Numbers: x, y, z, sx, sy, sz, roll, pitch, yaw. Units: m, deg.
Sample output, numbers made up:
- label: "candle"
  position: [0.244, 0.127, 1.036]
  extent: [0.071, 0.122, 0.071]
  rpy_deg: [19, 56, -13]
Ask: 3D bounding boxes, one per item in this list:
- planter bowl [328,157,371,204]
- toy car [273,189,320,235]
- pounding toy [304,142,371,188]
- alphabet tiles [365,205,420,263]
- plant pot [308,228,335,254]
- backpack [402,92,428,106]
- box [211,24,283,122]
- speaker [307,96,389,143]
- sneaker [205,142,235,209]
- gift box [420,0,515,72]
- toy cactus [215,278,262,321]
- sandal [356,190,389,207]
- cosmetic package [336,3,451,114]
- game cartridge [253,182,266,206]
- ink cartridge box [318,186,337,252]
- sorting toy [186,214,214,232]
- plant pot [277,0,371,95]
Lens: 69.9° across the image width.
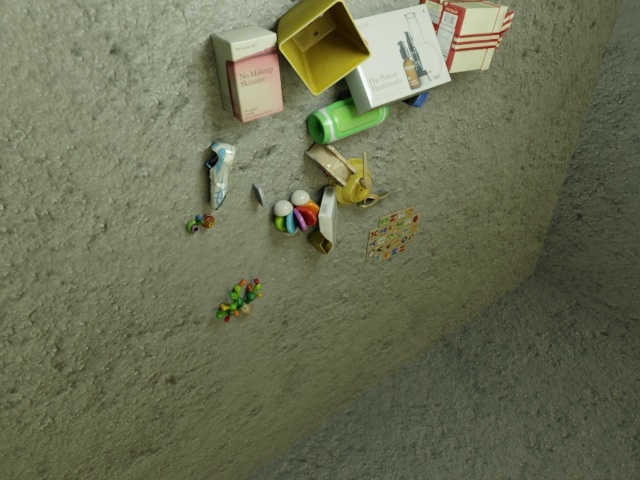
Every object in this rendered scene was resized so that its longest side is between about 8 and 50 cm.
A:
- label: "planter bowl"
  position: [0.146, -0.225, 1.908]
  extent: [0.217, 0.090, 0.217]
  rpy_deg: [-23, 133, -27]
- label: "toy car"
  position: [-0.084, -0.090, 1.769]
  extent: [0.182, 0.136, 0.159]
  rpy_deg: [-33, 137, -19]
- label: "pounding toy"
  position: [0.082, -0.304, 1.761]
  extent: [0.270, 0.154, 0.154]
  rpy_deg: [39, 91, -31]
- label: "alphabet tiles"
  position: [0.371, -0.026, 2.321]
  extent: [0.343, 0.011, 0.285]
  rpy_deg: [-20, 131, -30]
- label: "plant pot"
  position: [0.000, 0.000, 1.948]
  extent: [0.081, 0.083, 0.081]
  rpy_deg: [-58, 144, -20]
- label: "backpack"
  position: [0.368, -0.583, 1.808]
  extent: [0.101, 0.120, 0.097]
  rpy_deg: [-1, 119, -41]
- label: "box"
  position: [-0.211, -0.492, 1.355]
  extent: [0.149, 0.127, 0.232]
  rpy_deg: [-26, 135, -25]
- label: "speaker"
  position: [0.105, -0.450, 1.672]
  extent: [0.297, 0.131, 0.131]
  rpy_deg: [-26, 134, -25]
- label: "sneaker"
  position: [-0.339, -0.210, 1.505]
  extent: [0.086, 0.085, 0.237]
  rpy_deg: [9, 120, -16]
- label: "gift box"
  position: [0.526, -0.785, 1.690]
  extent: [0.258, 0.255, 0.276]
  rpy_deg: [-18, 139, -31]
- label: "toy cactus"
  position: [-0.316, 0.261, 1.872]
  extent: [0.219, 0.112, 0.180]
  rpy_deg: [-47, 150, -16]
- label: "sandal"
  position: [0.229, -0.191, 2.029]
  extent: [0.180, 0.072, 0.049]
  rpy_deg: [-26, 119, -27]
- label: "cosmetic package"
  position: [0.249, -0.629, 1.582]
  extent: [0.377, 0.097, 0.284]
  rpy_deg: [-26, 97, -25]
- label: "game cartridge"
  position: [-0.218, -0.162, 1.656]
  extent: [0.017, 0.056, 0.083]
  rpy_deg: [-25, 135, -16]
- label: "ink cartridge box"
  position: [0.035, -0.079, 1.871]
  extent: [0.056, 0.180, 0.224]
  rpy_deg: [5, 136, 7]
- label: "sorting toy"
  position: [-0.409, -0.054, 1.579]
  extent: [0.102, 0.042, 0.061]
  rpy_deg: [-28, 135, -23]
- label: "plant pot"
  position: [-0.009, -0.611, 1.372]
  extent: [0.212, 0.187, 0.212]
  rpy_deg: [-33, 141, 13]
